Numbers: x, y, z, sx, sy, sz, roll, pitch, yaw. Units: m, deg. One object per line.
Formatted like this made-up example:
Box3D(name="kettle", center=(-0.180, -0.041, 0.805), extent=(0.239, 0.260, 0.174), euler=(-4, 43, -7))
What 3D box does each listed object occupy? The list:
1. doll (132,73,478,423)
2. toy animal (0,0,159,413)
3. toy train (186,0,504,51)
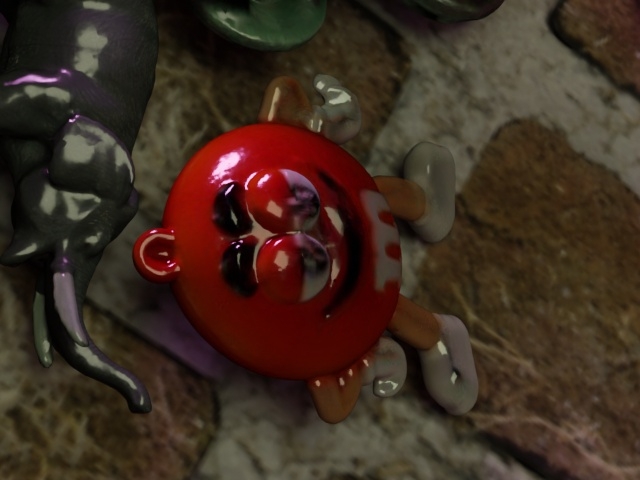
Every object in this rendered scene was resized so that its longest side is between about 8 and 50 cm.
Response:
Box3D(name="doll", center=(0.000, 0.000, 0.938), extent=(0.217, 0.085, 0.183), euler=(13, 67, -42))
Box3D(name="toy animal", center=(-0.147, -0.051, 0.907), extent=(0.137, 0.082, 0.269), euler=(6, 69, -22))
Box3D(name="toy train", center=(0.010, -0.229, 1.009), extent=(0.304, 0.150, 0.221), euler=(-12, 64, -35))
